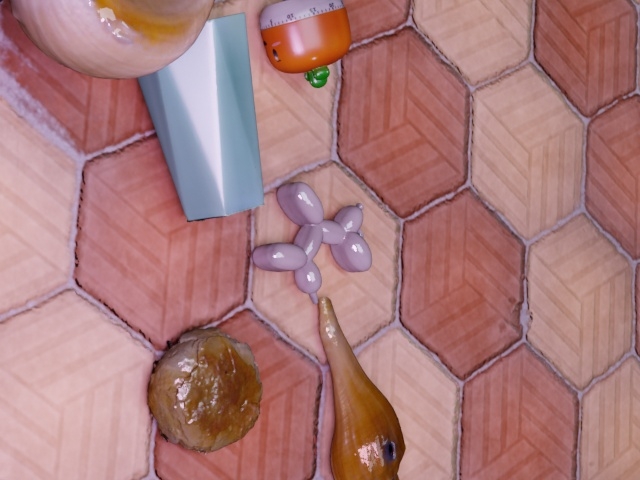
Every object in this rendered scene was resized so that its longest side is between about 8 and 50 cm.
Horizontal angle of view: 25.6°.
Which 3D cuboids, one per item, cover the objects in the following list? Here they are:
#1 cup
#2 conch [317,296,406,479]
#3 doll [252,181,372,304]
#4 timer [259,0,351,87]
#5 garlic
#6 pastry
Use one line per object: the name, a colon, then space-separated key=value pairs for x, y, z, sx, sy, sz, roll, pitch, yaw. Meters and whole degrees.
cup: x=-0.139 y=-0.147 z=1.706 sx=0.148 sy=0.134 sz=0.236 roll=-23 pitch=103 yaw=-57
conch: x=0.057 y=0.232 z=1.842 sx=0.109 sy=0.093 sz=0.330 roll=-10 pitch=90 yaw=-33
doll: x=0.000 y=0.000 z=1.848 sx=0.160 sy=0.059 sz=0.161 roll=36 pitch=62 yaw=-30
timer: x=-0.017 y=-0.261 z=1.849 sx=0.136 sy=0.099 sz=0.136 roll=-4 pitch=98 yaw=-32
garlic: x=-0.249 y=-0.326 z=1.556 sx=0.313 sy=0.286 sz=0.249 roll=-30 pitch=139 yaw=-57
pastry: x=-0.135 y=0.182 z=1.700 sx=0.153 sy=0.081 sz=0.153 roll=9 pitch=77 yaw=-42
